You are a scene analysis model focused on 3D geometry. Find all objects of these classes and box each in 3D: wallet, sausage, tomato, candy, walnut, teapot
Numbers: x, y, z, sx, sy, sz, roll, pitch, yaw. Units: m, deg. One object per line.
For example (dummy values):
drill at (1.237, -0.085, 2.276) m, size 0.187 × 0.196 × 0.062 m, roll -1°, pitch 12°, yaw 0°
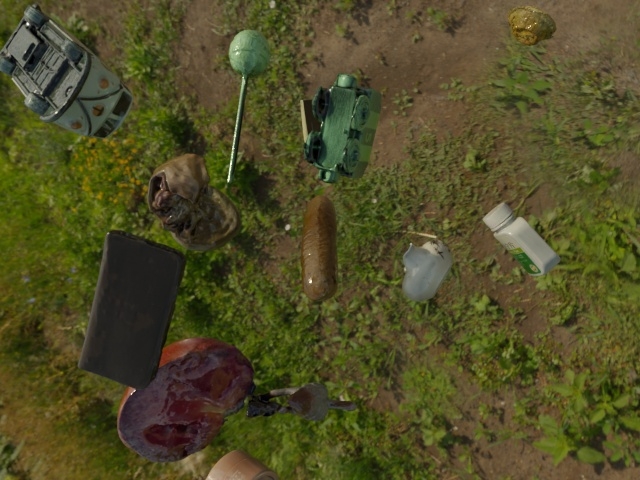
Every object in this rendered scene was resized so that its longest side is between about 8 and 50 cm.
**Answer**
wallet at (-0.378, 0.143, 0.916) m, size 0.165 × 0.042 × 0.310 m, roll 18°, pitch 102°, yaw -2°
sausage at (-0.001, -0.002, 1.559) m, size 0.123 × 0.501 × 0.136 m, roll -13°, pitch 131°, yaw 12°
tomato at (-0.350, 0.361, 1.149) m, size 0.335 × 0.289 × 0.176 m, roll -53°, pitch 41°, yaw 0°
candy at (-0.223, -0.375, 1.284) m, size 0.119 × 0.119 × 0.440 m, roll 5°, pitch 84°, yaw 35°
walnut at (-0.350, -0.123, 1.138) m, size 0.238 × 0.141 × 0.204 m, roll 115°, pitch 158°, yaw -43°
teapot at (0.327, 0.097, 1.470) m, size 0.165 × 0.300 × 0.208 m, roll 21°, pitch 77°, yaw 6°

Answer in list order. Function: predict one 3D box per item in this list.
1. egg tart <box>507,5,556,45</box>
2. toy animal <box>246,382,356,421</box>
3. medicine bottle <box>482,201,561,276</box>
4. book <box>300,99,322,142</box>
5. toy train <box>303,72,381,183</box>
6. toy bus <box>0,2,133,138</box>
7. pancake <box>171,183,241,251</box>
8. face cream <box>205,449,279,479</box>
egg tart at (0.517, -0.528, 1.138) m, size 0.128 × 0.128 × 0.049 m, roll 33°, pitch 95°, yaw 25°
toy animal at (-0.021, 0.402, 1.143) m, size 0.195 × 0.324 × 0.091 m, roll -32°, pitch 52°, yaw 59°
medicine bottle at (0.474, -0.002, 1.091) m, size 0.069 × 0.119 × 0.183 m, roll -40°, pitch 86°, yaw 2°
book at (0.015, -0.463, 1.770) m, size 0.024 × 0.228 × 0.160 m, roll 5°, pitch 107°, yaw 43°
toy train at (0.072, -0.311, 1.309) m, size 0.166 × 0.238 × 0.299 m, roll 20°, pitch 106°, yaw 22°
toy bus at (-0.278, -0.180, 0.502) m, size 0.194 × 0.089 × 0.087 m, roll 40°, pitch 96°, yaw 32°
pancake at (-0.431, -0.095, 1.675) m, size 0.294 × 0.294 × 0.049 m, roll 51°, pitch 143°, yaw 13°
face cream at (-0.180, 0.572, 1.044) m, size 0.104 × 0.149 × 0.149 m, roll 14°, pitch 111°, yaw 38°
